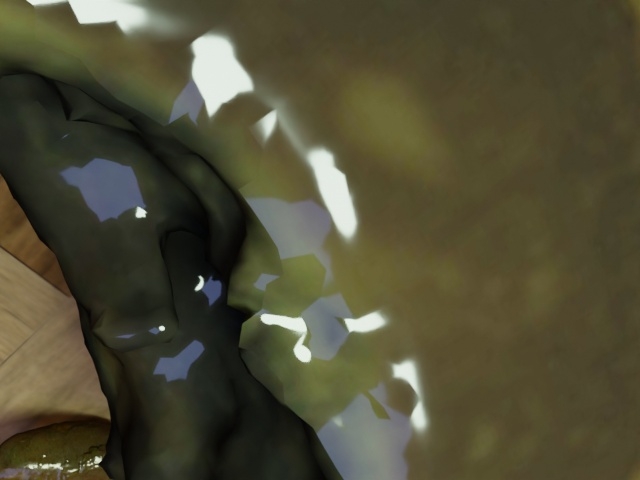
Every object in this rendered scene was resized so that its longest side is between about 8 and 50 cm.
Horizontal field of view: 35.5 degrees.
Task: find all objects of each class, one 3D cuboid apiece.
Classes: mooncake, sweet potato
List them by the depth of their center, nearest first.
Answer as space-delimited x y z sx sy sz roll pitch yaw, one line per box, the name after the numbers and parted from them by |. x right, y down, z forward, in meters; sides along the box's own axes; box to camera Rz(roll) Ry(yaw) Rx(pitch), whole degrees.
-0.026 0.019 0.475 0.393 0.246 0.394 15 95 -23 | mooncake
-0.166 0.178 0.800 0.226 0.068 0.068 11 129 -20 | sweet potato
